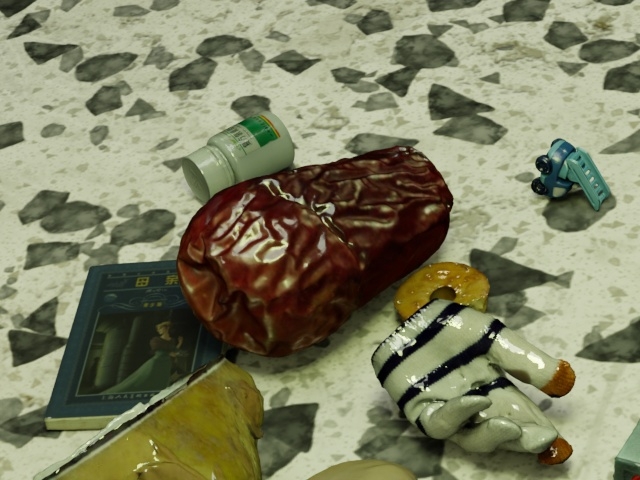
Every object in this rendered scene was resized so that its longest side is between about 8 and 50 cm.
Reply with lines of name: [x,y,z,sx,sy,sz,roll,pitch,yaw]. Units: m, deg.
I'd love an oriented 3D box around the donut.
donut: [0.137,0.070,1.993,0.108,0.043,0.097,-24,40,-16]

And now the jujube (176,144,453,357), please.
jujube: [0.000,0.000,2.000,0.342,0.216,0.216,-29,41,-34]

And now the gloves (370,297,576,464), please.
gloves: [0.165,0.163,1.822,0.140,0.131,0.218,-29,67,-40]

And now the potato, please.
potato: [-0.151,0.255,1.716,0.246,0.196,0.300,-31,3,28]

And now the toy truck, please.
toy truck: [0.305,-0.076,2.127,0.090,0.073,0.056,28,50,21]

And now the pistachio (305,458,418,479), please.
pistachio: [0.018,0.299,1.659,0.152,0.126,0.223,29,61,22]

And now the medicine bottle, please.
medicine bottle: [-0.105,-0.104,2.239,0.130,0.080,0.080,-28,41,-24]

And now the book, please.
book: [-0.198,0.114,2.025,0.191,0.025,0.269,-3,38,9]

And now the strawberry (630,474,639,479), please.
strawberry: [0.346,0.289,1.566,0.202,0.184,0.187,-9,38,-18]

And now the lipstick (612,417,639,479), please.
lipstick: [0.396,0.152,1.811,0.068,0.066,0.317,16,44,29]
